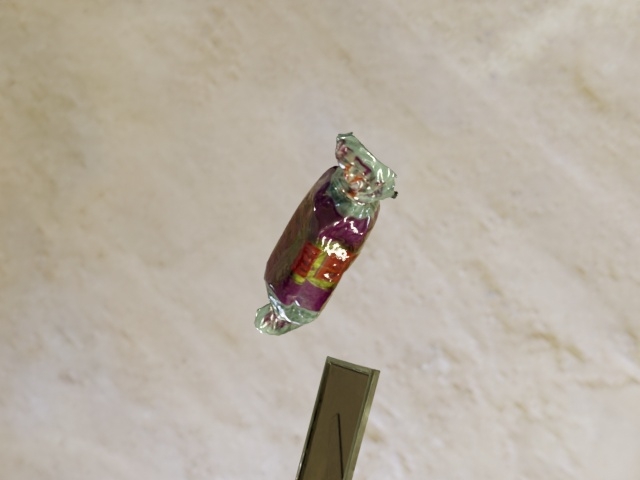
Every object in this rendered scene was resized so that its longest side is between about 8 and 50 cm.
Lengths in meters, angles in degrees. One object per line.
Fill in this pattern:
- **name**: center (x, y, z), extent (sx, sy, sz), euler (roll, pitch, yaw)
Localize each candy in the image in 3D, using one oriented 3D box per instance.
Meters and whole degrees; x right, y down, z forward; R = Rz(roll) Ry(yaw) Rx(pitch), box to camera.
- **candy**: center (0.000, 0.000, 0.907), extent (0.045, 0.043, 0.175), euler (20, 135, -11)

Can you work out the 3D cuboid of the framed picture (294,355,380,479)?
- **framed picture**: center (0.009, 0.117, 0.965), extent (0.006, 0.089, 0.066), euler (16, 176, -26)
